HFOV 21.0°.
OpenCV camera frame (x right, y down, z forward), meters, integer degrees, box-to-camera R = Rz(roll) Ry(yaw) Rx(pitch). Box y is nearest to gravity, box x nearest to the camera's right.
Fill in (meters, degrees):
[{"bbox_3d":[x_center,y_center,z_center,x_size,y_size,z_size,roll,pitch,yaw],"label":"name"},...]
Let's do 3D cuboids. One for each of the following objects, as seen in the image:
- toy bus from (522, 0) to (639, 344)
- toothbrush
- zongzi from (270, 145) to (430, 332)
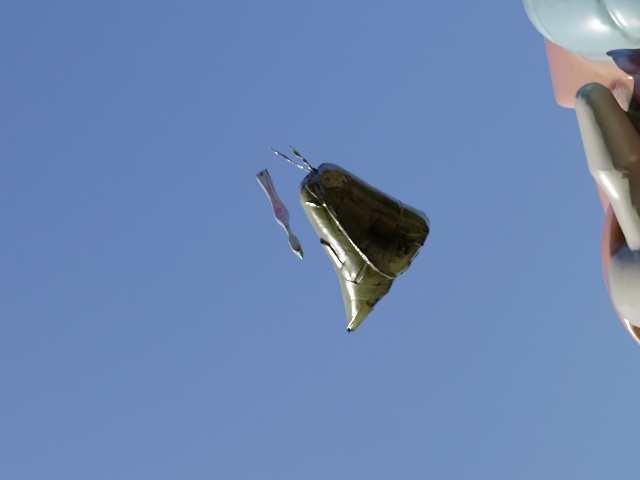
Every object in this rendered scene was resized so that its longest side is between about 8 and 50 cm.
[{"bbox_3d":[0.185,-0.063,0.602,0.232,0.194,0.287,-21,-78,-21],"label":"toy bus"},{"bbox_3d":[-0.047,-0.036,1.997,0.017,0.204,0.022,-26,-57,0],"label":"toothbrush"},{"bbox_3d":[0.000,0.000,1.452,0.130,0.154,0.062,-53,18,26],"label":"zongzi"}]
